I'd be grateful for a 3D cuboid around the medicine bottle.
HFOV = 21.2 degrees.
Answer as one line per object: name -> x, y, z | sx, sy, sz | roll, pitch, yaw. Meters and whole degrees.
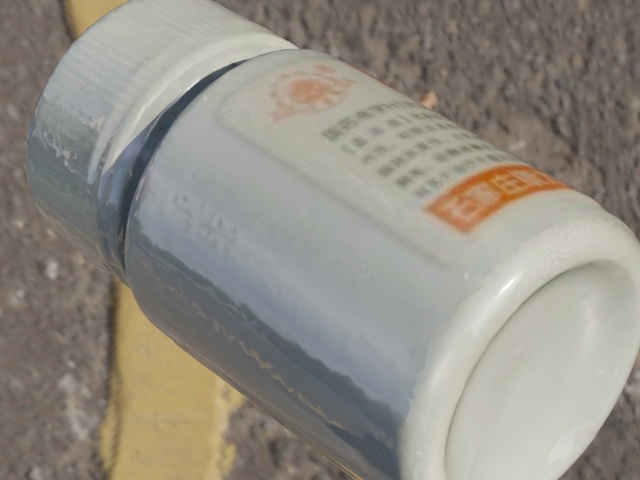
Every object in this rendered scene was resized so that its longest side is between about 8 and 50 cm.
medicine bottle -> 0.000, 0.000, 1.058 | 0.371, 0.211, 0.211 | 34, 79, 36
